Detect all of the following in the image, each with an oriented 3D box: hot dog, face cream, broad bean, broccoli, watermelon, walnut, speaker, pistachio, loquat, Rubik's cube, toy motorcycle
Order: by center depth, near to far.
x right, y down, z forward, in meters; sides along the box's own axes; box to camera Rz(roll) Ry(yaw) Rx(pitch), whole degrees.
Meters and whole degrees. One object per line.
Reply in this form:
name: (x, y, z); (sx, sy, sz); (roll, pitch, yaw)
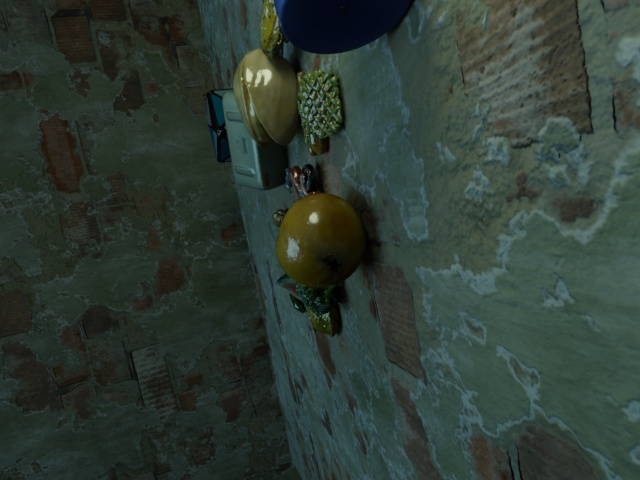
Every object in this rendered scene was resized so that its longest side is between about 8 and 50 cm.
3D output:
face cream: (0.022, -0.510, 0.788); (0.249, 0.248, 0.225); (133, 123, -69)
loquat: (0.000, 0.000, 1.200); (0.263, 0.262, 0.263); (168, 90, -72)
hot dog: (-0.030, -0.384, 1.326); (0.100, 0.068, 0.250); (-150, 50, -66)
pistachio: (-0.179, -0.479, 1.475); (0.229, 0.238, 0.321); (1, 116, 30)
broccoli: (0.000, 0.160, 1.493); (0.195, 0.156, 0.195); (49, -164, -19)
toy motorcycle: (-0.042, -0.116, 1.508); (0.171, 0.089, 0.298); (-160, 60, -70)
speaker: (-0.260, -0.414, 1.792); (0.184, 0.183, 0.407); (21, 126, 41)
watermelon: (-0.053, 0.180, 1.827); (0.207, 0.136, 0.202); (0, 144, 45)
walnut: (-0.182, -0.102, 1.977); (0.096, 0.082, 0.079); (135, 149, -70)
Rubik's cube: (-0.382, -0.535, 2.017); (0.248, 0.246, 0.250); (116, 138, -63)
broad bean: (-0.120, 0.282, 2.095); (0.061, 0.046, 0.195); (95, 157, -50)

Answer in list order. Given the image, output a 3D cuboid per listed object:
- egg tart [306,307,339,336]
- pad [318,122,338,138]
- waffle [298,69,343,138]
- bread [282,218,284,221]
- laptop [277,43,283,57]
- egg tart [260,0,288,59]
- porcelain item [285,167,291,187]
egg tart: (0.001, 0.271, 1.643); (0.212, 0.090, 0.213); (168, 90, -76)
pad: (0.001, -0.382, 1.236); (0.112, 0.003, 0.157); (-30, 81, 48)
waffle: (-0.004, -0.379, 1.213); (0.169, 0.036, 0.184); (8, 108, 47)
bread: (-0.091, -0.008, 1.714); (0.132, 0.114, 0.191); (113, 146, -65)
laptop: (-0.157, -0.758, 1.554); (0.180, 0.016, 0.129); (98, 154, -51)
egg tart: (-0.111, -0.694, 1.303); (0.291, 0.106, 0.291); (179, 90, -72)
porcelain item: (-0.132, -0.259, 1.790); (0.036, 0.028, 0.083); (-125, 29, -55)
